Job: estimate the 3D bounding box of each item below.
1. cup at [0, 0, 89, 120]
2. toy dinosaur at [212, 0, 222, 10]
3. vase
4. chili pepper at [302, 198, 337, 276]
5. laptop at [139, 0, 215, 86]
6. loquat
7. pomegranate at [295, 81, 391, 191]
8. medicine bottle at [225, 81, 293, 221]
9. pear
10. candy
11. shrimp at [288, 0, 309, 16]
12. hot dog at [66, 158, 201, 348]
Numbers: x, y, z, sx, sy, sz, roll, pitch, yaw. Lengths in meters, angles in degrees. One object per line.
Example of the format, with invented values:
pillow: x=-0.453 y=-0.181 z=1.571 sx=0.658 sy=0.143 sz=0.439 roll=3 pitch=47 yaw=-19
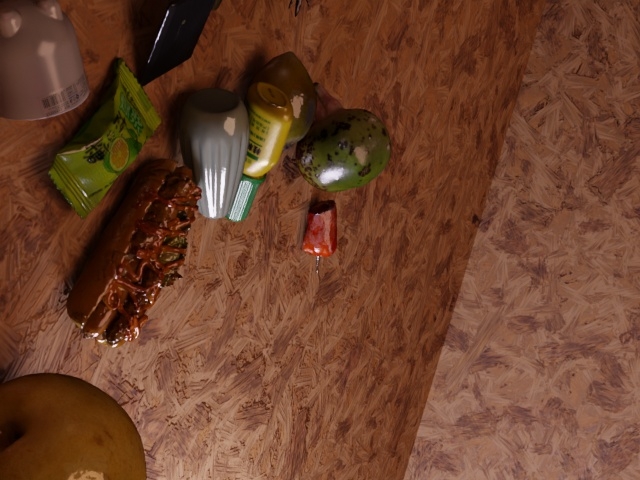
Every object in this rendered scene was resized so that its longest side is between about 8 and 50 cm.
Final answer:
cup: x=-0.378 y=-0.263 z=1.232 sx=0.173 sy=0.134 sz=0.142 roll=-43 pitch=139 yaw=-43
toy dinosaur: x=-0.189 y=-0.462 z=1.486 sx=0.162 sy=0.077 sz=0.294 roll=-57 pitch=-179 yaw=-26
vase: x=-0.195 y=-0.152 z=1.680 sx=0.128 sy=0.128 sz=0.248 roll=-45 pitch=151 yaw=-43
chili pepper: x=0.000 y=0.000 z=2.186 sx=0.086 sy=0.084 sz=0.192 roll=-14 pitch=115 yaw=-41
laptop: x=-0.228 y=-0.339 z=1.498 sx=0.135 sy=0.016 sz=0.197 roll=-45 pitch=173 yaw=-40
loquat: x=-0.077 y=-0.274 z=1.805 sx=0.152 sy=0.152 sz=0.195 roll=-21 pitch=116 yaw=-58
pomegranate: x=0.032 y=-0.230 z=2.012 sx=0.214 sy=0.214 sz=0.248 roll=-38 pitch=103 yaw=-49
medicine bottle: x=-0.128 y=-0.159 z=1.753 sx=0.076 sy=0.111 sz=0.309 roll=-18 pitch=145 yaw=-36
pear: x=-0.409 y=0.353 z=1.377 sx=0.314 sy=0.314 sz=0.315 roll=-41 pitch=140 yaw=-46
candy: x=-0.336 y=-0.156 z=1.454 sx=0.246 sy=0.069 sz=0.149 roll=-60 pitch=149 yaw=-26
shrimp: x=-0.043 y=-0.609 z=1.691 sx=0.172 sy=0.137 sz=0.372 roll=1 pitch=100 yaw=-25
hot dog: x=-0.303 y=0.024 z=1.573 sx=0.349 sy=0.117 sz=0.158 roll=-63 pitch=153 yaw=-18
